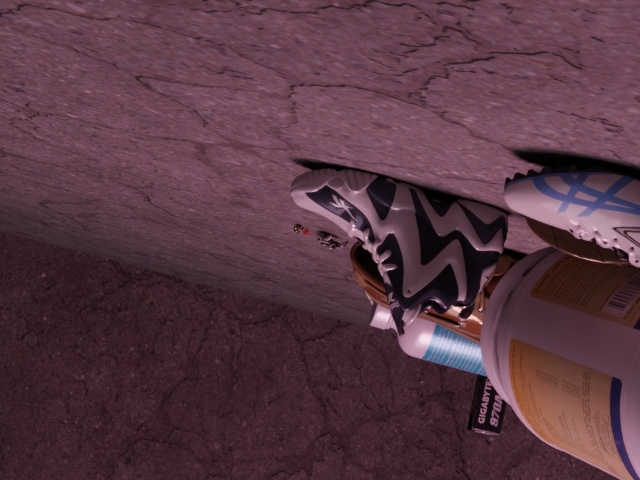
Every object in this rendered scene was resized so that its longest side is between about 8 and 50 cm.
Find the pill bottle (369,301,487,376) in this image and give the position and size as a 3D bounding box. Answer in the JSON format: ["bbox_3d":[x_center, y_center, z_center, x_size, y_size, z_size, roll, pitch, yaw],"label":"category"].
[{"bbox_3d":[0.207,0.110,1.795,0.264,0.146,0.146,15,173,-2],"label":"pill bottle"}]

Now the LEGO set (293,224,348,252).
[{"bbox_3d":[-0.001,0.000,1.865,0.083,0.023,0.054,14,173,5],"label":"LEGO set"}]

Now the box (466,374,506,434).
[{"bbox_3d":[0.296,0.218,2.147,0.051,0.220,0.175,12,173,5],"label":"box"}]

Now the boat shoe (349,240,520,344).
[{"bbox_3d":[0.178,0.061,1.600,0.324,0.123,0.120,10,168,28],"label":"boat shoe"}]

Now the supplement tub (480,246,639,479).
[{"bbox_3d":[0.314,0.118,1.234,0.228,0.228,0.316,18,-179,-23],"label":"supplement tub"}]

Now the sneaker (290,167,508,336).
[{"bbox_3d":[0.070,0.019,1.344,0.235,0.153,0.094,15,171,-2],"label":"sneaker"}]

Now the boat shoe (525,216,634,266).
[{"bbox_3d":[0.267,-0.005,1.111,0.178,0.064,0.060,10,173,10],"label":"boat shoe"}]

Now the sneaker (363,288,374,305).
[{"bbox_3d":[0.168,0.092,1.946,0.275,0.107,0.110,20,-179,-32],"label":"sneaker"}]

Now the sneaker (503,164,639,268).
[{"bbox_3d":[0.261,-0.007,1.034,0.237,0.086,0.085,14,175,15],"label":"sneaker"}]
